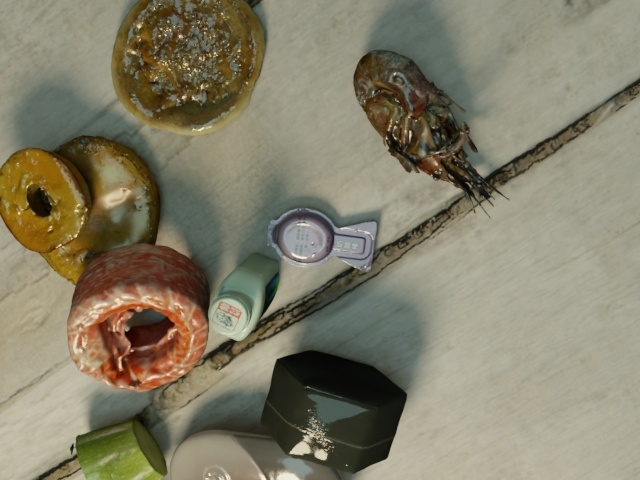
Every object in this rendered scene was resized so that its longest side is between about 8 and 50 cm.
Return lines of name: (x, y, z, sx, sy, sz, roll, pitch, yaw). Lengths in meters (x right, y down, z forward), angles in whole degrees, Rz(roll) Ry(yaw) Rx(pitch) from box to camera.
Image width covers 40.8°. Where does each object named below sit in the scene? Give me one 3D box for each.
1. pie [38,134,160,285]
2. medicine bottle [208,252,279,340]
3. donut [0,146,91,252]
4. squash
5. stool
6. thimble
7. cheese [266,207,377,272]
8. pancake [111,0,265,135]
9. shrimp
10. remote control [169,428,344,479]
pie: (-0.405, -0.052, 1.523, 0.273, 0.069, 0.273, 1, 98, 6)
medicine bottle: (-0.129, 0.099, 1.433, 0.083, 0.229, 0.121, 22, 101, 2)
donut: (-0.467, -0.072, 1.468, 0.162, 0.065, 0.178, -18, 94, 16)
squash: (-0.361, 0.403, 1.552, 0.123, 0.170, 0.170, -31, 94, -2)
stool: (0.020, 0.286, 1.454, 0.232, 0.232, 0.141, 16, 98, 4)
thimble: (-0.307, 0.131, 1.460, 0.239, 0.162, 0.239, -5, 122, -8)
cheese: (0.000, 0.000, 1.496, 0.191, 0.042, 0.105, 10, 101, 5)
pancake: (-0.229, -0.313, 1.472, 0.282, 0.049, 0.282, 1, 97, 5)
shrimp: (0.187, -0.176, 1.409, 0.343, 0.116, 0.145, 47, 125, -5)
remote control: (-0.113, 0.435, 1.532, 0.332, 0.103, 0.221, 1, 119, 15)
